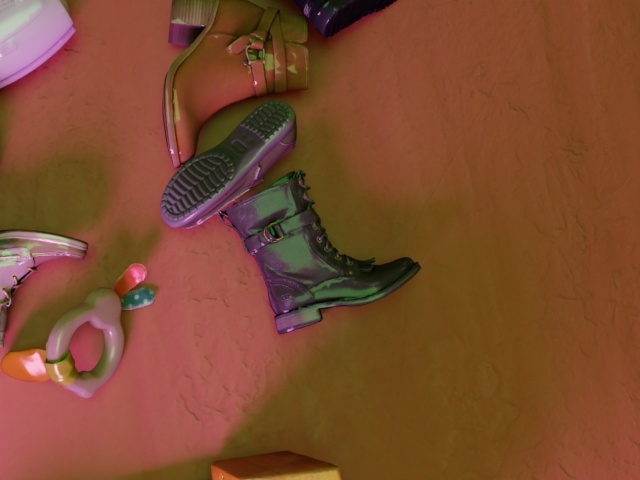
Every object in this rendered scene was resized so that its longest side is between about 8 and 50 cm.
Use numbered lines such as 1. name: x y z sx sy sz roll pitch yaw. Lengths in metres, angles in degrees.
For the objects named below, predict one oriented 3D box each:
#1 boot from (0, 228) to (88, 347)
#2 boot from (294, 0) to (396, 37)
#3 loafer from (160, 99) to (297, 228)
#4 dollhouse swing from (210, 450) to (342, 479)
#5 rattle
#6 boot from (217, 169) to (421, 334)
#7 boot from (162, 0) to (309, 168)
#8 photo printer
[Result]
1. boot: -0.439 0.069 1.081 0.213 0.077 0.165 0 80 -4
2. boot: 0.019 -0.452 1.225 0.246 0.094 0.207 -37 77 -27
3. loafer: -0.126 -0.098 1.138 0.251 0.087 0.094 -39 55 -4
4. dollhouse swing: -0.134 0.475 0.969 0.305 0.315 0.347 -5 82 -20
5. rattle: -0.346 0.122 1.110 0.130 0.143 0.199 38 58 -33
6. boot: 0.000 0.000 1.152 0.263 0.091 0.229 -20 85 -9
7. boot: -0.128 -0.240 1.177 0.220 0.109 0.283 5 73 -12
8. photo printer: -0.532 -0.367 1.122 0.256 0.107 0.307 -34 88 -12
